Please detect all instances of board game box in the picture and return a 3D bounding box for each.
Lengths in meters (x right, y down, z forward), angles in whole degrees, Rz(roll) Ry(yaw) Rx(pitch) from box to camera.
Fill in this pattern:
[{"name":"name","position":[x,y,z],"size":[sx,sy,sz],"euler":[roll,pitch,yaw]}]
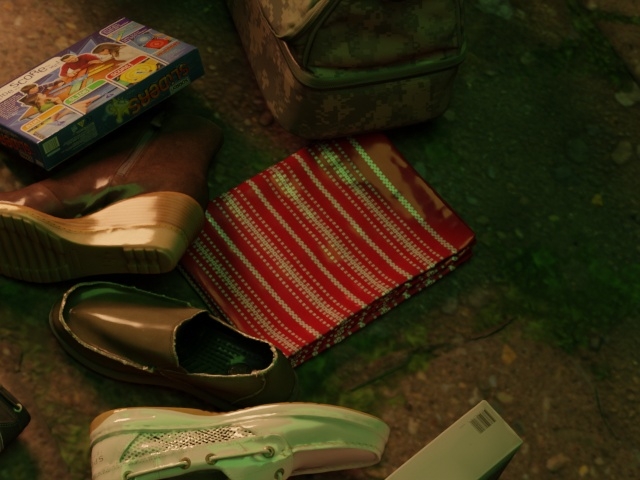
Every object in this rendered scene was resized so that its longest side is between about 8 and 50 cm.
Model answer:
[{"name":"board game box","position":[-0.235,-0.151,1.942],"size":[0.201,0.035,0.136],"euler":[-34,39,-26]}]

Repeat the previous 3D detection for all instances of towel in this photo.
[{"name":"towel","position":[0.000,0.000,1.946],"size":[0.275,0.031,0.199],"euler":[-31,70,-25]}]

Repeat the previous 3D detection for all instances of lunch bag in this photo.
[{"name":"lunch bag","position":[0.024,-0.295,1.974],"size":[0.213,0.256,0.305],"euler":[-8,55,-18]}]

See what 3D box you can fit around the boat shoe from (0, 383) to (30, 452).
[{"name":"boat shoe","position":[-0.354,0.102,1.787],"size":[0.228,0.080,0.076],"euler":[45,56,14]}]

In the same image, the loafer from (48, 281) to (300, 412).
[{"name":"loafer","position":[-0.136,0.089,1.821],"size":[0.251,0.087,0.094],"euler":[17,58,9]}]

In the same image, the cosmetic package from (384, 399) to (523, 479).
[{"name":"cosmetic package","position":[0.076,0.252,1.776],"size":[0.239,0.099,0.060],"euler":[-36,75,-26]}]

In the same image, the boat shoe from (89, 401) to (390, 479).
[{"name":"boat shoe","position":[-0.072,0.209,1.775],"size":[0.277,0.098,0.096],"euler":[-2,61,-2]}]

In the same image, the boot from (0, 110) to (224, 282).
[{"name":"boot","position":[-0.230,-0.053,1.914],"size":[0.248,0.090,0.207],"euler":[6,42,6]}]
